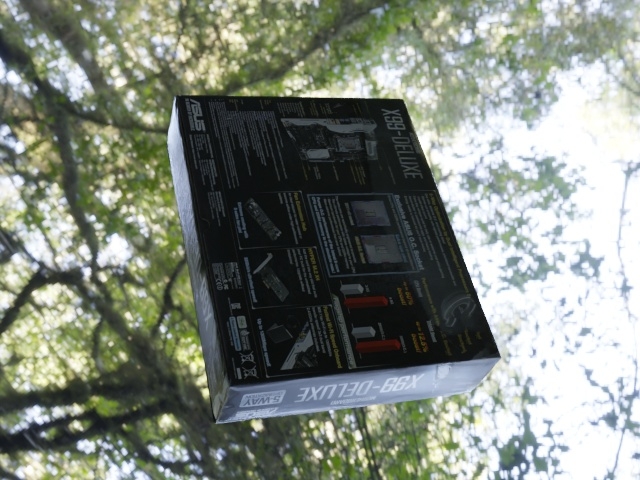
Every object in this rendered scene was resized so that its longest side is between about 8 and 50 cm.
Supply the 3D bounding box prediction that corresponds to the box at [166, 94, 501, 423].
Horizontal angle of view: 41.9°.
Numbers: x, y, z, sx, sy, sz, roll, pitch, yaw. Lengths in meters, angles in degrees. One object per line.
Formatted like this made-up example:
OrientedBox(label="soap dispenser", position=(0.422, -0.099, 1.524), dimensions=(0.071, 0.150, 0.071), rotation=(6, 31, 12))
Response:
OrientedBox(label="box", position=(0.000, 0.000, 0.774), dimensions=(0.242, 0.077, 0.308), rotation=(-3, -124, -21))
